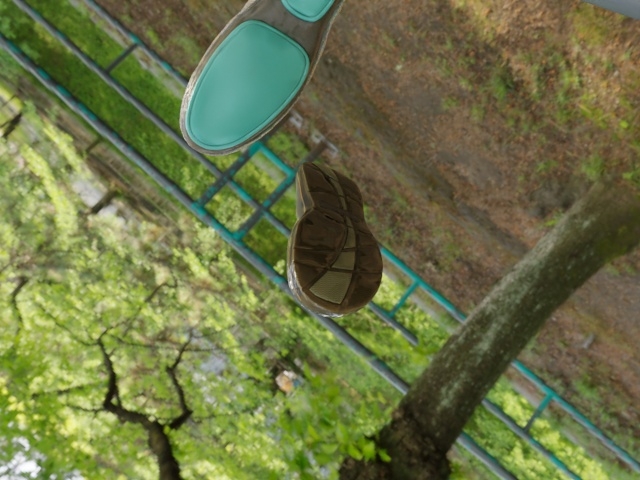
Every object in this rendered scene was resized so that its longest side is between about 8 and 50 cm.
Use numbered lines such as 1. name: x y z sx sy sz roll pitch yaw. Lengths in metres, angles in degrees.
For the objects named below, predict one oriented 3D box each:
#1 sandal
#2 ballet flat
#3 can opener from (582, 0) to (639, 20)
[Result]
1. sandal: 0.000 0.000 0.585 0.090 0.060 0.219 22 -150 -20
2. ballet flat: -0.040 -0.227 0.691 0.108 0.316 0.106 36 -173 -17
3. can opener: 0.222 -0.280 0.640 0.284 0.076 0.095 32 -179 25
